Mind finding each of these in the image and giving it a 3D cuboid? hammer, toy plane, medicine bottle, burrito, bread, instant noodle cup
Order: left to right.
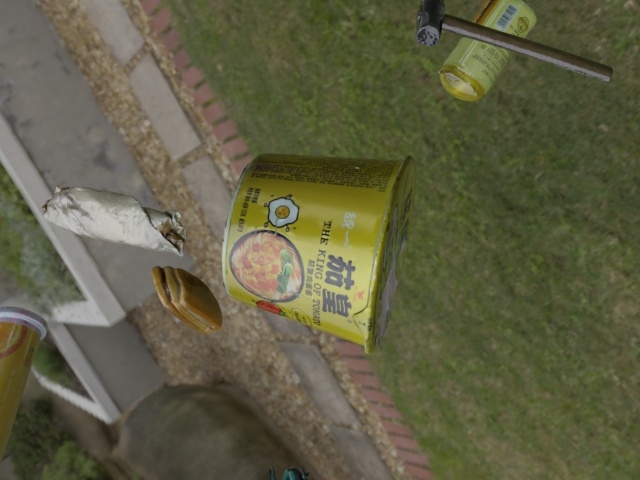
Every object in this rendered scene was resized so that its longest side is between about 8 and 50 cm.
[{"bbox_3d":[-0.571,0.318,1.410,0.108,0.108,0.426,90,-177,-52],"label":"medicine bottle"},{"bbox_3d":[-0.449,-0.052,1.772,0.392,0.076,0.117,13,114,28],"label":"burrito"},{"bbox_3d":[-0.291,0.127,1.828,0.200,0.077,0.116,51,-163,-55],"label":"bread"},{"bbox_3d":[-0.048,0.536,1.644,0.060,0.096,0.235,56,-169,-42],"label":"toy plane"},{"bbox_3d":[0.000,0.000,1.344,0.254,0.325,0.325,12,141,11],"label":"instant noodle cup"},{"bbox_3d":[0.356,-0.414,1.798,0.124,0.239,0.124,36,-179,-1],"label":"medicine bottle"},{"bbox_3d":[0.345,-0.346,1.465,0.365,0.111,0.043,16,139,-5],"label":"hammer"}]
